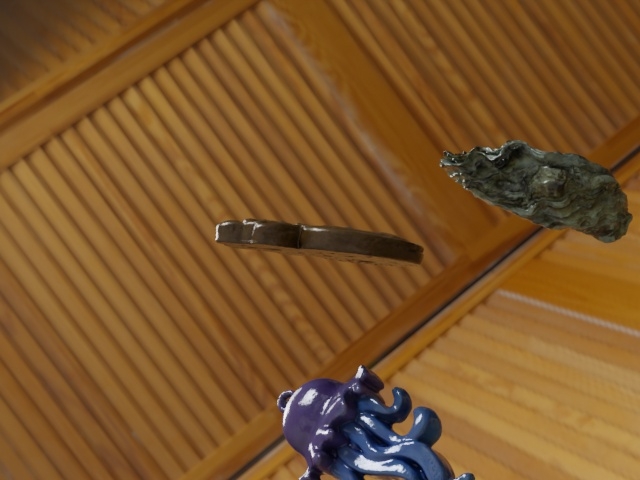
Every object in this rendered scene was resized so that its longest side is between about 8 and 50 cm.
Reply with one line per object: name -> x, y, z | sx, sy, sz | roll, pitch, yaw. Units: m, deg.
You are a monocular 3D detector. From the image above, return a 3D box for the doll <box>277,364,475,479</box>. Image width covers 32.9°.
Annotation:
doll -> 0.037, 0.163, 0.872 | 0.206, 0.110, 0.067 | 21, 166, 42

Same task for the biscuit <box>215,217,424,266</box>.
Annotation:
biscuit -> 0.000, 0.000, 0.912 | 0.175, 0.026, 0.124 | 6, 175, 8

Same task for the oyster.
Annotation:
oyster -> 0.188, -0.044, 0.930 | 0.177, 0.064, 0.125 | 15, -179, 6
